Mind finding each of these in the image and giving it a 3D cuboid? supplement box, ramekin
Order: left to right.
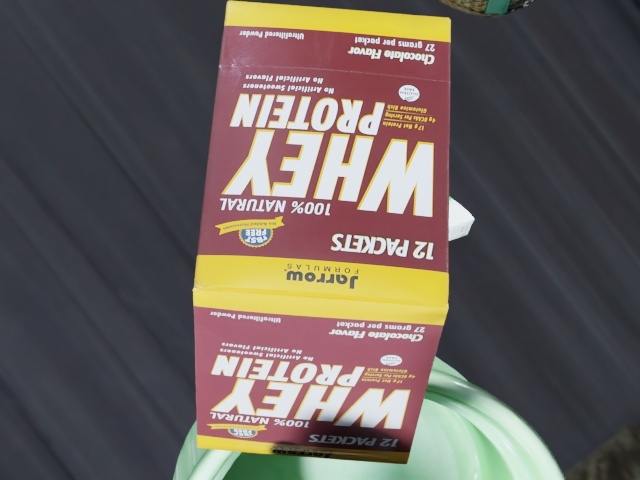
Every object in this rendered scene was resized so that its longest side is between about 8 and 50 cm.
[{"bbox_3d":[0.000,0.000,0.840,0.191,0.129,0.194,96,-2,-57],"label":"supplement box"},{"bbox_3d":[0.027,0.218,1.099,0.303,0.303,0.148,-37,-163,1],"label":"ramekin"}]

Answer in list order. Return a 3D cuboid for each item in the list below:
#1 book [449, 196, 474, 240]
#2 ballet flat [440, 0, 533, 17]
[{"bbox_3d":[0.042,-0.021,1.166,0.144,0.096,0.035,-18,138,-43],"label":"book"},{"bbox_3d":[0.103,-0.390,0.929,0.164,0.482,0.182,-5,-178,1],"label":"ballet flat"}]
